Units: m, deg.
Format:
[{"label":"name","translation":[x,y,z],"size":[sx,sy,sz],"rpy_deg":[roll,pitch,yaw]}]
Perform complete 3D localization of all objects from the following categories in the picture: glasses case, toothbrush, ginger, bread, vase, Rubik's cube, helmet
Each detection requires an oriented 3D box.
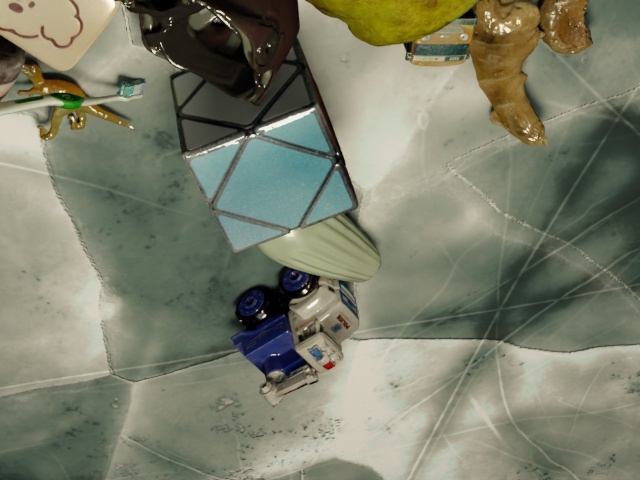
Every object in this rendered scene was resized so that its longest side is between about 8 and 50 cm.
[{"label":"glasses case","translation":[-0.425,-0.363,1.545],"size":[0.336,0.076,0.144],"rpy_deg":[32,114,-27]},{"label":"toothbrush","translation":[-0.356,-0.190,1.660],"size":[0.304,0.030,0.030],"rpy_deg":[-19,145,-48]},{"label":"ginger","translation":[0.289,-0.258,1.816],"size":[0.131,0.086,0.294],"rpy_deg":[-11,134,19]},{"label":"bread","translation":[0.360,-0.331,1.791],"size":[0.082,0.060,0.113],"rpy_deg":[-12,130,-4]},{"label":"vase","translation":[0.000,0.000,1.957],"size":[0.128,0.128,0.248],"rpy_deg":[-41,136,21]},{"label":"Rubik's cube","translation":[-0.084,-0.142,1.752],"size":[0.205,0.207,0.205],"rpy_deg":[-20,133,5]},{"label":"helmet","translation":[-0.126,-0.320,1.564],"size":[0.225,0.177,0.305],"rpy_deg":[31,165,10]}]

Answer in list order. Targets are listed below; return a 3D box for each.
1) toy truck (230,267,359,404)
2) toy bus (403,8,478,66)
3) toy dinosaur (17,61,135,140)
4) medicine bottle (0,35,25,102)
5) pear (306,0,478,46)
[{"label":"toy truck","translation":[-0.035,0.160,2.044],"size":[0.213,0.177,0.161],"rpy_deg":[-31,129,15]},{"label":"toy bus","translation":[0.149,-0.319,1.670],"size":[0.091,0.182,0.103],"rpy_deg":[-2,133,-11]},{"label":"toy dinosaur","translation":[-0.354,-0.208,1.745],"size":[0.162,0.039,0.126],"rpy_deg":[-6,130,-10]},{"label":"medicine bottle","translation":[-0.532,-0.188,1.633],"size":[0.165,0.165,0.273],"rpy_deg":[25,119,-30]},{"label":"pear","translation":[0.094,-0.449,1.452],"size":[0.351,0.352,0.413],"rpy_deg":[9,121,-20]}]
